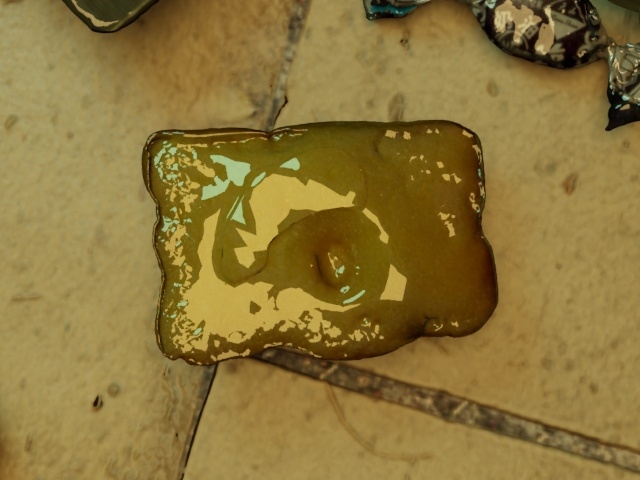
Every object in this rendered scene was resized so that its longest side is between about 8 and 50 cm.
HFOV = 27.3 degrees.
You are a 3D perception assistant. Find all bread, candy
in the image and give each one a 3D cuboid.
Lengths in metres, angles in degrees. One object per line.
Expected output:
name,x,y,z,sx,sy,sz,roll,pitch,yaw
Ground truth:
bread,0.000,0.000,0.890,0.233,0.088,0.161,-3,88,0
candy,0.140,-0.150,0.920,0.226,0.051,0.094,23,95,7

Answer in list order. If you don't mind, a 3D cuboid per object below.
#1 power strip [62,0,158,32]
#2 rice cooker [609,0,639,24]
power strip,-0.147,-0.292,0.927,0.257,0.092,0.251,44,78,8
rice cooker,0.268,-0.265,0.840,0.226,0.226,0.244,8,88,3
